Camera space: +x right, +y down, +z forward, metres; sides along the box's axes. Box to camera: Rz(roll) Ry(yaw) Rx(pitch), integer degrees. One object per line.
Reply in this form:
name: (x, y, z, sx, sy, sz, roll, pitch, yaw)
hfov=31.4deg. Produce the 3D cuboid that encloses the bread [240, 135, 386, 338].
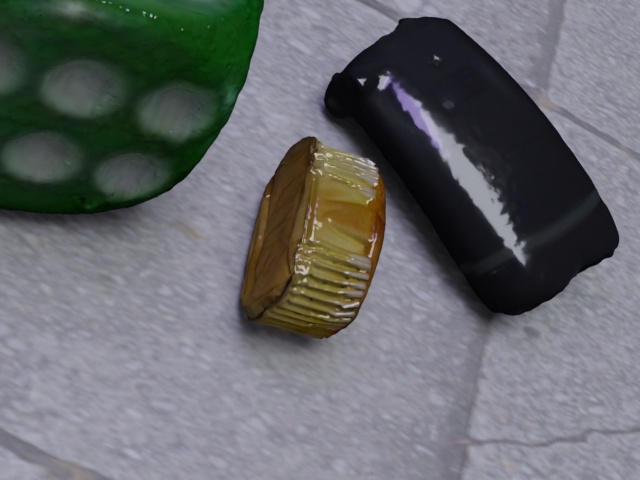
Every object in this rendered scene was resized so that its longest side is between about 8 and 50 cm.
bread: (0.000, 0.000, 1.100, 0.114, 0.132, 0.190, 17, 61, -22)

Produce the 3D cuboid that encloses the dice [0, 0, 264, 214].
dice: (-0.229, -0.214, 0.980, 0.297, 0.287, 0.300, 14, 55, -30)

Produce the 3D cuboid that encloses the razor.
razor: (0.170, -0.089, 1.251, 0.204, 0.113, 0.349, -34, 85, -34)
